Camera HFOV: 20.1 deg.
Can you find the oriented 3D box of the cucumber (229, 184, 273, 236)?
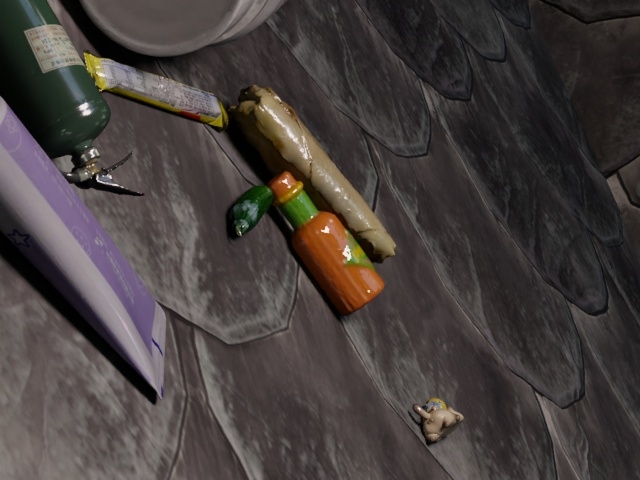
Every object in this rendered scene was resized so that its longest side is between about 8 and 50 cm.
[{"bbox_3d":[-0.080,-0.038,2.083,0.037,0.037,0.155,55,19,-9],"label":"cucumber"}]

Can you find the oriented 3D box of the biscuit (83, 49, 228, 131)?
[{"bbox_3d":[-0.181,-0.168,2.051,0.292,0.026,0.048,13,52,-63],"label":"biscuit"}]

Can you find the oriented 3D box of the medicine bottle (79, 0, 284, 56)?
[{"bbox_3d":[-0.145,-0.342,2.074,0.245,0.245,0.306,54,21,-10],"label":"medicine bottle"}]

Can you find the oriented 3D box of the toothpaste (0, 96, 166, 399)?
[{"bbox_3d":[-0.237,-0.012,1.612,0.371,0.080,0.125,51,19,-33],"label":"toothpaste"}]

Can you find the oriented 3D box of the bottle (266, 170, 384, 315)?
[{"bbox_3d":[0.000,0.000,2.174,0.187,0.069,0.069,53,20,-9],"label":"bottle"}]

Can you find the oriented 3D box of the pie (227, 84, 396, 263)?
[{"bbox_3d":[-0.009,-0.071,2.230,0.282,0.068,0.128,48,-16,-15],"label":"pie"}]

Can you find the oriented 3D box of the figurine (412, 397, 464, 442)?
[{"bbox_3d":[0.145,0.217,2.238,0.050,0.047,0.083,51,13,12],"label":"figurine"}]

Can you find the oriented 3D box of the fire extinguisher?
[{"bbox_3d":[-0.272,-0.156,1.720,0.118,0.093,0.294,-27,85,-45],"label":"fire extinguisher"}]
